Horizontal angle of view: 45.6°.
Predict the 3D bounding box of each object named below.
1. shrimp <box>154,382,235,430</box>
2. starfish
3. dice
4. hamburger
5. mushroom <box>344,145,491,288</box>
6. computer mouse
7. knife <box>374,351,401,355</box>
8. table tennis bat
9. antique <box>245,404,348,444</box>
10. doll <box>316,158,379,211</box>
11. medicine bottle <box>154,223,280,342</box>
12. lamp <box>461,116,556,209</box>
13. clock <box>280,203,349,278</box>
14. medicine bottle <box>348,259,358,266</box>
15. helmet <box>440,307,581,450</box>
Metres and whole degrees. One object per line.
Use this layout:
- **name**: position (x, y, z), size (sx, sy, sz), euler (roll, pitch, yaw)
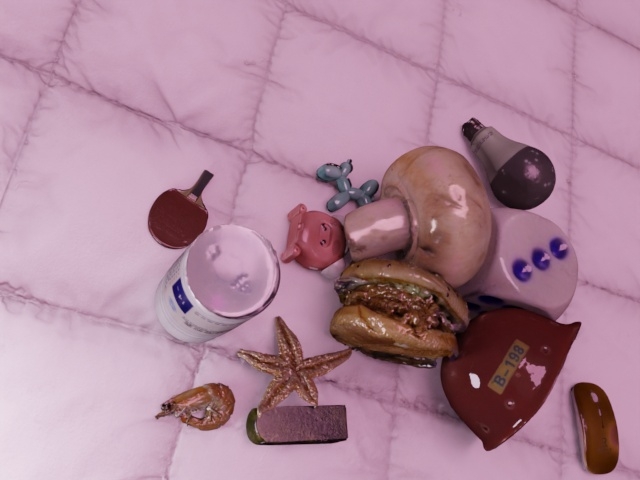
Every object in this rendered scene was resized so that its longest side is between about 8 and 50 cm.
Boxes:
- **shrimp**: position (-0.265, 0.360, 1.621), size (0.180, 0.041, 0.099), euler (-7, 90, -30)
- **starfish**: position (-0.064, 0.269, 1.702), size (0.295, 0.048, 0.231), euler (-27, 62, -32)
- **dice**: position (0.487, 0.077, 1.979), size (0.259, 0.243, 0.251), euler (23, 63, -21)
- **hamburger**: position (0.176, 0.166, 1.731), size (0.317, 0.277, 0.195), euler (14, 69, 13)
- **mushroom**: position (0.250, -0.051, 1.876), size (0.353, 0.353, 0.325), euler (43, 27, -7)
- **computer mouse**: position (0.742, 0.504, 2.056), size (0.125, 0.056, 0.245), euler (8, 67, -25)
- **knife**: position (0.230, 0.251, 1.916), size (0.245, 0.019, 0.072), euler (-9, 80, -26)
- **table tennis bat**: position (-0.313, -0.077, 1.761), size (0.130, 0.019, 0.220), euler (35, 62, -11)
- **antique**: position (-0.056, 0.407, 1.679), size (0.220, 0.080, 0.081), euler (5, 69, -23)
- **doll**: position (0.079, -0.132, 1.952), size (0.158, 0.059, 0.159), euler (-20, 84, -31)
- **medicine bottle**: position (-0.222, 0.099, 1.565), size (0.189, 0.332, 0.190), euler (6, 73, -21)
- **lamp**: position (0.531, -0.232, 2.143), size (0.182, 0.182, 0.314), euler (-32, 88, -32)
- **clock**: position (0.000, 0.000, 1.849), size (0.162, 0.092, 0.166), euler (18, 64, -23)
- **medicine bottle**: position (0.114, 0.078, 1.901), size (0.083, 0.047, 0.047), euler (35, 60, -11)
- **helmet**: position (0.424, 0.288, 1.834), size (0.230, 0.337, 0.385), euler (35, 84, 7)
